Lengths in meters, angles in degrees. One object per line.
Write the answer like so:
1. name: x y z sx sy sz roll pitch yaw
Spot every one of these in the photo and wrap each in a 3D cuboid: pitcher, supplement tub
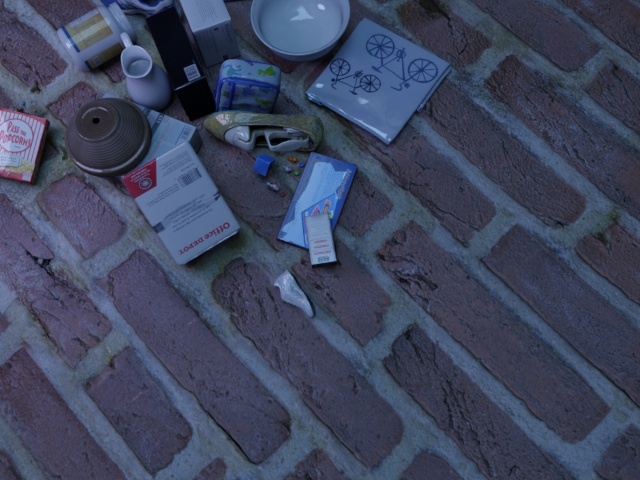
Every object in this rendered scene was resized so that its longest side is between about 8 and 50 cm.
1. pitcher: -0.515 -0.486 1.775 0.125 0.207 0.178 -23 72 -5
2. supplement tub: -0.675 -0.618 1.856 0.199 0.144 0.144 -33 74 -9

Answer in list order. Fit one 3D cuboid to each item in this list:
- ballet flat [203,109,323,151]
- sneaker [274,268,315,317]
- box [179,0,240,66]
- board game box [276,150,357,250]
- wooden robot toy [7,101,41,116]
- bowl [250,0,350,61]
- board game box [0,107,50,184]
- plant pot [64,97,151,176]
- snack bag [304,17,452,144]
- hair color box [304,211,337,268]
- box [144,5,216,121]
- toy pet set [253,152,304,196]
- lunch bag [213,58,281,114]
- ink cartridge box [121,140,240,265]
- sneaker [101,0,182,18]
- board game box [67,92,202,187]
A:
1. ballet flat: -0.164 -0.304 1.747 0.348 0.123 0.123 1 72 -1
2. sneaker: -0.067 0.153 1.640 0.061 0.054 0.152 -37 68 0
3. box: -0.336 -0.657 1.836 0.119 0.181 0.182 -22 73 -4
4. board game box: -0.007 -0.107 1.729 0.145 0.027 0.281 18 74 9
5. wooden robot toy: -0.924 -0.364 1.839 0.173 0.076 0.079 -35 39 -8
6. bowl: -0.056 -0.650 1.849 0.297 0.134 0.298 -1 72 3
7. board game box: -0.883 -0.273 1.768 0.146 0.045 0.194 12 85 -10
8. plant pot: -0.594 -0.301 1.672 0.237 0.110 0.238 -1 72 3
9. snack bag: 0.174 -0.476 1.836 0.323 0.037 0.343 33 76 12
10. hair color box: 0.000 0.000 1.658 0.071 0.043 0.141 -8 71 -1
11. box: -0.403 -0.513 1.792 0.103 0.184 0.261 -24 73 -2
12. toy pet set: -0.124 -0.207 1.745 0.114 0.065 0.122 28 75 10
13. lunch bag: -0.210 -0.420 1.730 0.176 0.219 0.090 7 73 -14
14. ink cartridge box: -0.369 -0.100 1.636 0.197 0.114 0.273 -32 104 -8
15. sneaker: -0.573 -0.772 1.910 0.296 0.131 0.112 19 76 9
16. board game box: -0.529 -0.266 1.764 0.303 0.097 0.224 23 74 8
